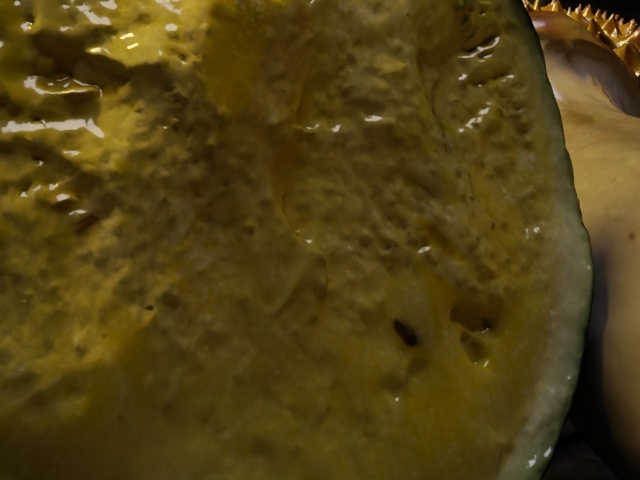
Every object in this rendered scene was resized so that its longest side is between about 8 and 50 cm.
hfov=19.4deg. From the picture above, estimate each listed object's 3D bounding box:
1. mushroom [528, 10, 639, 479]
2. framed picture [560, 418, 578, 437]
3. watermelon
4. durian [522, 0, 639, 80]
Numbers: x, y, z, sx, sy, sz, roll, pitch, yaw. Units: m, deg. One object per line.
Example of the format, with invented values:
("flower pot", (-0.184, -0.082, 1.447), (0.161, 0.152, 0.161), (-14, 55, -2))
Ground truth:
("mushroom", (0.129, 0.021, 0.511), (0.128, 0.128, 0.350), (0, 18, -24))
("framed picture", (-0.154, 0.048, 0.654), (0.326, 0.028, 0.446), (14, 14, 41))
("watermelon", (-0.039, 0.003, 0.488), (0.204, 0.232, 0.127), (-2, -6, -25))
("durian", (0.105, -0.022, 0.802), (0.137, 0.158, 0.168), (-23, 28, -37))
